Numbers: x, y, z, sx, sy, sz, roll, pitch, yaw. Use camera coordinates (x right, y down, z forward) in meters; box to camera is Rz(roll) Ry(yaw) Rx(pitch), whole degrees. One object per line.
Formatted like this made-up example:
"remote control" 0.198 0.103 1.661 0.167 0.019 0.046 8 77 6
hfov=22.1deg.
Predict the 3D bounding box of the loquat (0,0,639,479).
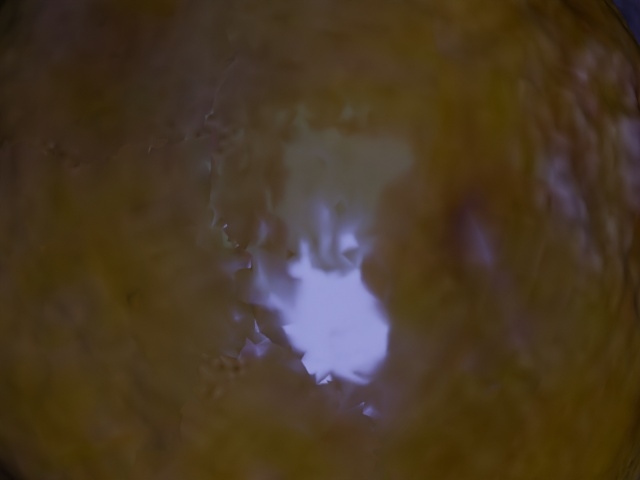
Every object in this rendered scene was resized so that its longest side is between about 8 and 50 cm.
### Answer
"loquat" 0.000 0.000 0.455 0.238 0.193 0.238 4 80 -20
